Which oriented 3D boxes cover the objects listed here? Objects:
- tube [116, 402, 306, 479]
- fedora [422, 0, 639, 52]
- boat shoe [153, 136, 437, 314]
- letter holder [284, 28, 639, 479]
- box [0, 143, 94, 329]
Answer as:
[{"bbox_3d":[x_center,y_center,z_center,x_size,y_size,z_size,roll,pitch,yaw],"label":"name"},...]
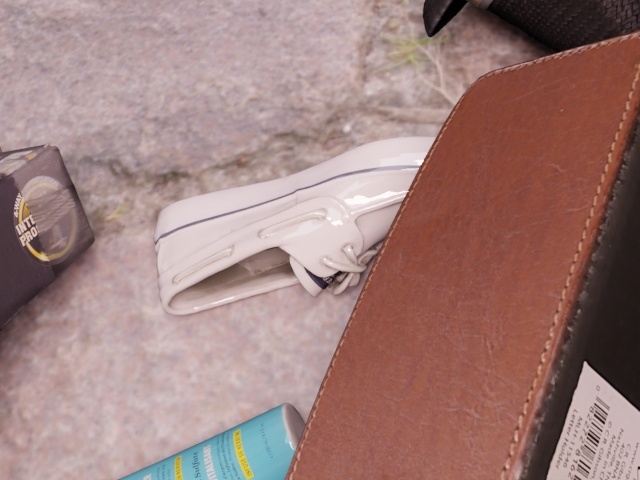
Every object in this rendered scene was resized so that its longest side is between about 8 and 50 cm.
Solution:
[{"bbox_3d":[-0.100,0.175,0.533,0.207,0.052,0.080,-29,47,7],"label":"tube"},{"bbox_3d":[0.230,-0.237,0.575,0.152,0.334,0.334,42,77,1],"label":"fedora"},{"bbox_3d":[0.000,0.000,0.583,0.258,0.095,0.084,-16,61,20],"label":"boat shoe"},{"bbox_3d":[0.079,0.071,0.427,0.214,0.152,0.301,-2,57,52],"label":"letter holder"},{"bbox_3d":[-0.404,0.057,0.552,0.395,0.097,0.318,-5,25,23],"label":"box"}]
